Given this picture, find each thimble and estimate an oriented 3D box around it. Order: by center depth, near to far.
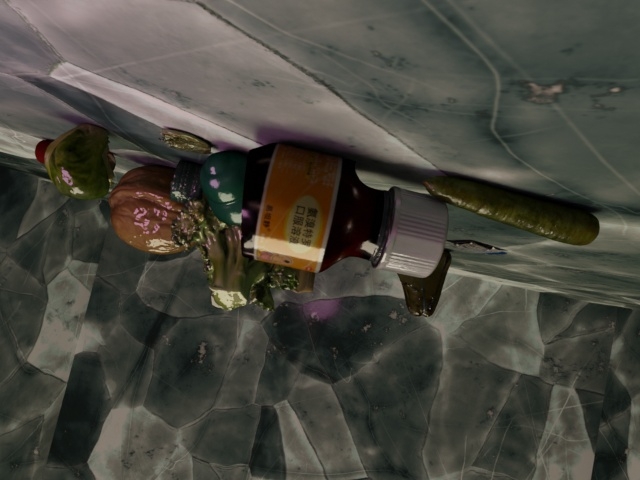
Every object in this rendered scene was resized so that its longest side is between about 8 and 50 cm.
[{"bbox_3d":[-0.376,-0.162,1.242,0.090,0.118,0.135,15,175,-16],"label":"thimble"}]

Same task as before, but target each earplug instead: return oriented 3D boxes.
[{"bbox_3d":[-0.203,-0.146,1.067,0.164,0.257,0.280,-24,153,3],"label":"earplug"}]

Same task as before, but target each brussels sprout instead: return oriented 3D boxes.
[{"bbox_3d":[-0.578,-0.188,1.044,0.145,0.183,0.131,-10,-175,-36],"label":"brussels sprout"}]

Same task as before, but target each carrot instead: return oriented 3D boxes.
[{"bbox_3d":[0.363,-0.061,0.833,0.358,0.074,0.074,14,175,-7],"label":"carrot"}]

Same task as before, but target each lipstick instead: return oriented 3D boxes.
[{"bbox_3d":[-0.768,-0.259,1.362,0.241,0.080,0.080,12,175,8],"label":"lipstick"}]

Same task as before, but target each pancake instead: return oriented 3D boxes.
[{"bbox_3d":[-0.303,-0.218,0.977,0.116,0.022,0.129,12,176,-23],"label":"pancake"}]

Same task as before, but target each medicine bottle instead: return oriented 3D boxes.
[{"bbox_3d":[0.044,-0.051,0.860,0.395,0.242,0.242,7,175,-2],"label":"medicine bottle"}]

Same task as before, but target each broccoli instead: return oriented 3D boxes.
[{"bbox_3d":[-0.228,0.044,1.229,0.277,0.317,0.338,-19,158,7],"label":"broccoli"}]

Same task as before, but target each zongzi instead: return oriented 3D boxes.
[{"bbox_3d":[0.377,0.160,1.964,0.360,0.323,0.160,16,-177,5],"label":"zongzi"}]

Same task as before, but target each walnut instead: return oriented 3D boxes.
[{"bbox_3d":[-0.517,-0.098,1.394,0.313,0.277,0.252,12,-175,-6],"label":"walnut"}]

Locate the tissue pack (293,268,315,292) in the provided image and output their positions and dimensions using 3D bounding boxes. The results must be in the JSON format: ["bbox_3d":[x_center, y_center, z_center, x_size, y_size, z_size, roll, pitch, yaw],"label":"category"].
[{"bbox_3d":[-0.121,0.011,1.471,0.238,0.305,0.238,9,176,1],"label":"tissue pack"}]

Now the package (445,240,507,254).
[{"bbox_3d":[0.569,0.029,1.612,0.173,0.027,0.171,14,172,-21],"label":"package"}]
